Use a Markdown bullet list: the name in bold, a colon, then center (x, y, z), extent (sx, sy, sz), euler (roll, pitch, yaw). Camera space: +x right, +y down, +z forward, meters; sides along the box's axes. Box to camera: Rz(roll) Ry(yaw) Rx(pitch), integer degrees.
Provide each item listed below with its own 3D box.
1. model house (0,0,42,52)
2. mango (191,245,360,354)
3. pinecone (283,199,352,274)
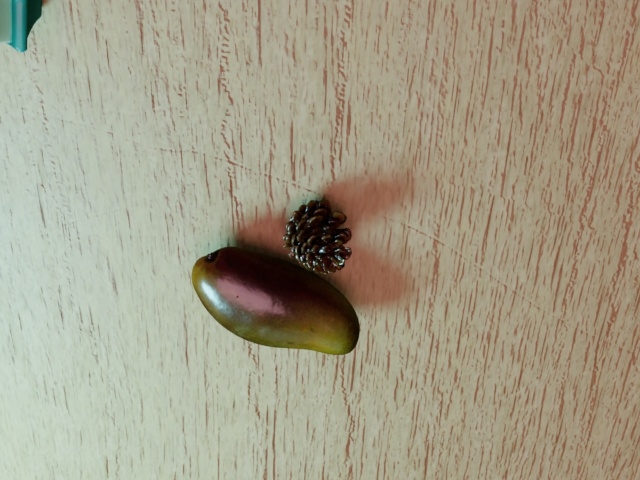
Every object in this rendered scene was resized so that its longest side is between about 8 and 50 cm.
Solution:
- **model house**: center (-0.392, -0.283, 0.871), extent (0.127, 0.149, 0.100), euler (32, 126, 30)
- **mango**: center (-0.066, 0.095, 1.104), extent (0.268, 0.111, 0.133), euler (24, 100, -14)
- **pinecone**: center (-0.004, 0.001, 1.055), extent (0.102, 0.109, 0.102), euler (-5, 131, -6)
